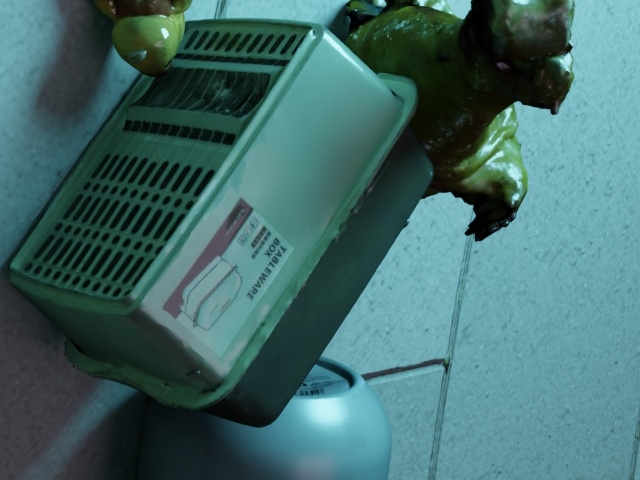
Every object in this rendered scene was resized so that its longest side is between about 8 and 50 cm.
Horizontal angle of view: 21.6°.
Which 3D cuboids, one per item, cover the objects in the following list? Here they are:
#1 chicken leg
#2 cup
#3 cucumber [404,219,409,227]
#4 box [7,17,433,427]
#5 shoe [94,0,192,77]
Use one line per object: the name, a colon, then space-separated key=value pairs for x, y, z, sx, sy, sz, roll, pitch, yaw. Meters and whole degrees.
chicken leg: x=0.102 y=-0.098 z=1.279 sx=0.140 sy=0.361 sz=0.211 roll=-30 pitch=105 yaw=-10
cup: x=-0.052 y=0.251 z=1.336 sx=0.205 sy=0.205 sz=0.312 roll=-5 pitch=107 yaw=-48
cucumber: x=0.000 y=0.000 z=1.414 sx=0.187 sy=0.058 sz=0.058 roll=-21 pitch=120 yaw=-42
box: x=-0.067 y=-0.018 z=1.206 sx=0.166 sy=0.220 sz=0.290 roll=46 pitch=70 yaw=-34
shoe: x=-0.127 y=-0.175 z=1.189 sx=0.069 sy=0.072 sz=0.109 roll=-68 pitch=176 yaw=-82
